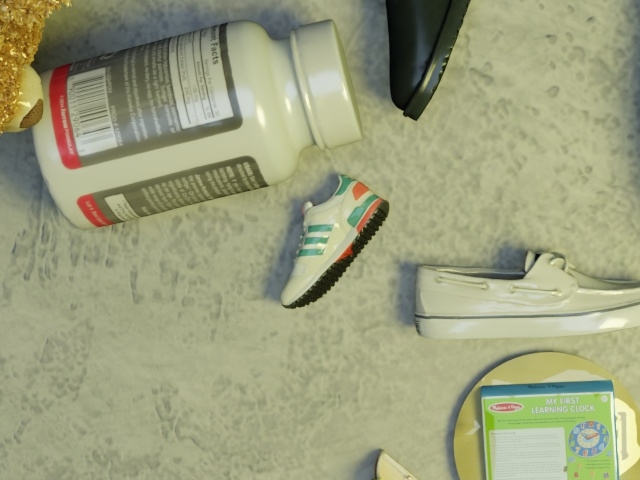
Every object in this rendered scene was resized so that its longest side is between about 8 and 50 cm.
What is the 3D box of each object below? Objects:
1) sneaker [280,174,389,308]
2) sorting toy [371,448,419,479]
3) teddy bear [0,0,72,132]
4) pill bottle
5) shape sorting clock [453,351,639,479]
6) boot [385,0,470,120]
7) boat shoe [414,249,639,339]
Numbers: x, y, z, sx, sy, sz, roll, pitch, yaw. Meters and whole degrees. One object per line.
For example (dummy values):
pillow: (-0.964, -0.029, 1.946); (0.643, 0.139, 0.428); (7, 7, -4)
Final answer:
sneaker: (0.000, 0.000, 1.357); (0.075, 0.057, 0.161); (42, 97, 19)
sorting toy: (0.084, 0.274, 1.342); (0.083, 0.075, 0.045); (39, 95, 3)
teddy bear: (-0.329, -0.205, 1.259); (0.245, 0.338, 0.113); (-43, 123, 3)
pill bottle: (-0.124, -0.129, 1.295); (0.319, 0.176, 0.176); (-13, 91, 6)
shape sorting clock: (0.248, 0.223, 1.343); (0.206, 0.040, 0.206); (0, 92, 9)
boot: (0.055, -0.271, 1.313); (0.207, 0.094, 0.246); (19, 87, 1)
boat shoe: (0.232, 0.052, 1.316); (0.268, 0.096, 0.088); (-3, 97, 13)
